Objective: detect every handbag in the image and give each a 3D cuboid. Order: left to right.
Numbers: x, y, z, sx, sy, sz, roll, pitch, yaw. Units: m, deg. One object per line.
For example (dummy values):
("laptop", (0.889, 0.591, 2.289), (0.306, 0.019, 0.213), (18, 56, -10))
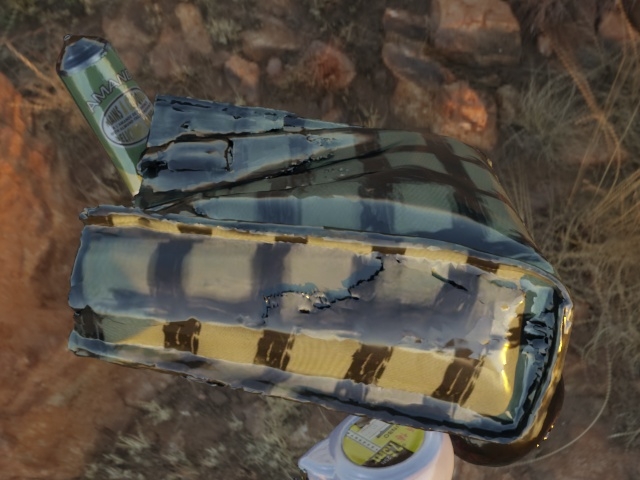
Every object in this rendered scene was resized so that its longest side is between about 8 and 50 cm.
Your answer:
("handbag", (0.000, 0.000, 0.709), (0.327, 0.325, 0.162), (9, 112, -4))

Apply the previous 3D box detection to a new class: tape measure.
("tape measure", (0.089, 0.308, 1.217), (0.196, 0.105, 0.178), (-31, 33, -29))

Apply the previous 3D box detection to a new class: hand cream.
("hand cream", (-0.176, -0.097, 0.869), (0.086, 0.235, 0.055), (-43, 29, -25))

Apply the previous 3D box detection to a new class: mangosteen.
("mangosteen", (0.315, 0.283, 1.738), (0.302, 0.275, 0.275), (40, 78, 9))
